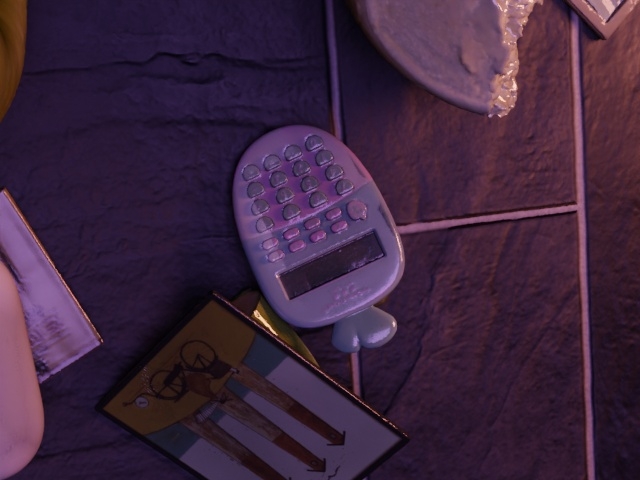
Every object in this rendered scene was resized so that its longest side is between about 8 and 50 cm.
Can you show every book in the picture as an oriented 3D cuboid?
[{"bbox_3d":[-0.391,0.073,1.583,0.161,0.026,0.231,-32,106,-7],"label":"book"}]

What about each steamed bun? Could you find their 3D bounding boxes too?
[{"bbox_3d":[0.156,-0.279,1.531,0.273,0.290,0.272,-5,108,5],"label":"steamed bun"}]

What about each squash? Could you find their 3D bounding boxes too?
[{"bbox_3d":[-0.052,0.155,1.654,0.095,0.095,0.188,-44,111,-3],"label":"squash"}]

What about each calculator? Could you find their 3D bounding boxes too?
[{"bbox_3d":[0.000,0.000,1.615,0.185,0.041,0.299,-26,85,2],"label":"calculator"}]

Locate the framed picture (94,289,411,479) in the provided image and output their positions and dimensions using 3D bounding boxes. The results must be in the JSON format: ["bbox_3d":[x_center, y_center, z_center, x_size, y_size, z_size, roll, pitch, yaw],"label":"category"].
[{"bbox_3d":[-0.085,0.228,1.641,0.324,0.013,0.244,38,117,-16],"label":"framed picture"}]

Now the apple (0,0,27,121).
[{"bbox_3d":[-0.510,-0.254,1.283,0.473,0.473,0.474,-3,101,-14],"label":"apple"}]

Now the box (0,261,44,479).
[{"bbox_3d":[-0.504,0.160,1.493,0.348,0.141,0.289,-9,105,-4],"label":"box"}]

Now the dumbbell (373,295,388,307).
[{"bbox_3d":[0.047,0.032,1.673,0.046,0.052,0.118,-16,107,24],"label":"dumbbell"}]

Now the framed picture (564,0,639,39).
[{"bbox_3d":[0.333,-0.459,1.671,0.335,0.022,0.247,42,89,-18],"label":"framed picture"}]
